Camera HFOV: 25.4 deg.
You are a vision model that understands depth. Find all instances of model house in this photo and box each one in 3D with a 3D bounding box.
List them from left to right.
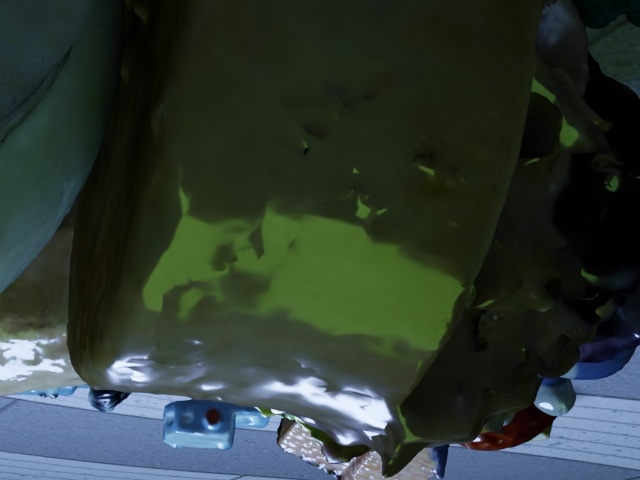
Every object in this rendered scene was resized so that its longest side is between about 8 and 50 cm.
[{"bbox_3d":[0.066,0.188,1.637,0.183,0.166,0.172,22,141,-9],"label":"model house"}]

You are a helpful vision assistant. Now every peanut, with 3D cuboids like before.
[{"bbox_3d":[-0.249,0.045,1.247,0.387,0.169,0.192,-9,153,20],"label":"peanut"}]

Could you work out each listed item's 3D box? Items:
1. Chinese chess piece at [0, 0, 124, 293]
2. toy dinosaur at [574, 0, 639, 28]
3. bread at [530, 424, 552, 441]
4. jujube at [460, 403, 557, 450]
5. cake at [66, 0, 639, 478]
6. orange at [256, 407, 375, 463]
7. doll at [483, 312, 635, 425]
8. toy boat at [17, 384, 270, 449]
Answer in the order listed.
[{"bbox_3d":[-0.252,-0.103,0.563,0.349,0.349,0.146,8,151,-13],"label":"Chinese chess piece"},{"bbox_3d":[0.207,-0.168,0.700,0.153,0.094,0.259,4,155,5],"label":"toy dinosaur"},{"bbox_3d":[0.219,0.223,1.815,0.156,0.064,0.117,-9,153,33],"label":"bread"},{"bbox_3d":[0.137,0.111,1.406,0.236,0.168,0.168,32,150,-22],"label":"jujube"},{"bbox_3d":[0.053,-0.056,0.696,0.321,0.332,0.332,11,159,-17],"label":"cake"},{"bbox_3d":[0.005,0.009,1.027,0.335,0.196,0.262,24,152,13],"label":"orange"},{"bbox_3d":[0.163,0.043,1.168,0.154,0.228,0.258,-38,-176,-16],"label":"doll"},{"bbox_3d":[-0.205,0.163,1.610,0.332,0.133,0.145,6,161,-8],"label":"toy boat"}]
